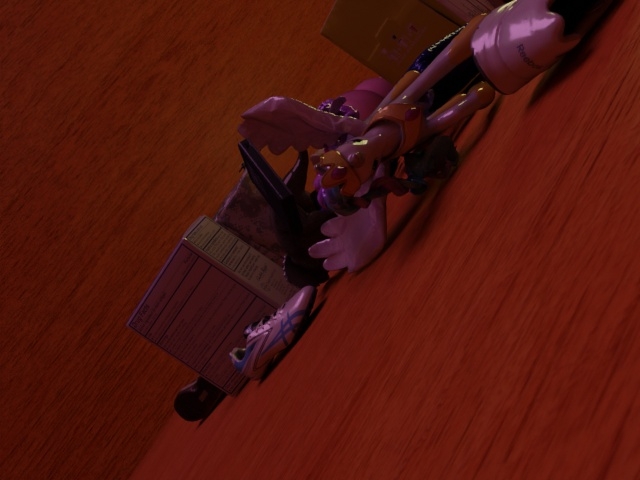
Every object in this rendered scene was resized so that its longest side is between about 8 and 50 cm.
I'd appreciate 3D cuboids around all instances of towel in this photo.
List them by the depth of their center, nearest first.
[{"bbox_3d":[0.201,-0.274,1.244,0.227,0.076,0.308,-38,-6,-28],"label":"towel"}]

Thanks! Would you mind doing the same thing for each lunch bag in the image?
[{"bbox_3d":[-0.126,-0.044,1.756,0.256,0.305,0.213,-56,7,25],"label":"lunch bag"}]

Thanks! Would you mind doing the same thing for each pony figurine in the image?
[{"bbox_3d":[0.071,-0.143,0.960,0.363,0.303,0.351,-40,7,-26],"label":"pony figurine"}]

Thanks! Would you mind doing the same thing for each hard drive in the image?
[{"bbox_3d":[-0.075,-0.080,0.984,0.022,0.135,0.094,-31,-32,-11],"label":"hard drive"}]

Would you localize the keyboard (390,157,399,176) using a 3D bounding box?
[{"bbox_3d":[0.139,-0.133,1.411,0.108,0.023,0.180,-59,3,33],"label":"keyboard"}]

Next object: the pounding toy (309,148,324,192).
[{"bbox_3d":[0.023,-0.214,2.147,0.155,0.154,0.269,-58,-2,-35],"label":"pounding toy"}]

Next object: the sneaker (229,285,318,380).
[{"bbox_3d":[-0.088,0.165,1.201,0.237,0.086,0.085,-51,4,26],"label":"sneaker"}]

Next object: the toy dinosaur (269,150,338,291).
[{"bbox_3d":[-0.025,-0.024,1.173,0.160,0.314,0.121,-15,29,13],"label":"toy dinosaur"}]

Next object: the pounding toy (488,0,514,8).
[{"bbox_3d":[0.378,-0.487,1.206,0.130,0.100,0.141,-56,16,-7],"label":"pounding toy"}]

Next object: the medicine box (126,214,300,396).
[{"bbox_3d":[-0.221,0.141,1.421,0.263,0.289,0.149,-52,6,24],"label":"medicine box"}]

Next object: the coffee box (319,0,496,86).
[{"bbox_3d":[0.256,-0.600,1.585,0.334,0.338,0.337,-57,5,-22],"label":"coffee box"}]

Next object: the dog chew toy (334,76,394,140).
[{"bbox_3d":[0.150,-0.349,1.798,0.332,0.206,0.206,-49,1,-36],"label":"dog chew toy"}]

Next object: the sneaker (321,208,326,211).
[{"bbox_3d":[0.001,0.001,1.445,0.146,0.102,0.293,-62,3,-32],"label":"sneaker"}]

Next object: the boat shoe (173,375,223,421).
[{"bbox_3d":[-0.288,0.385,1.688,0.257,0.095,0.095,-42,-2,41],"label":"boat shoe"}]

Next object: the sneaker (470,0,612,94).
[{"bbox_3d":[0.289,-0.291,0.734,0.297,0.111,0.129,-60,22,-18],"label":"sneaker"}]
